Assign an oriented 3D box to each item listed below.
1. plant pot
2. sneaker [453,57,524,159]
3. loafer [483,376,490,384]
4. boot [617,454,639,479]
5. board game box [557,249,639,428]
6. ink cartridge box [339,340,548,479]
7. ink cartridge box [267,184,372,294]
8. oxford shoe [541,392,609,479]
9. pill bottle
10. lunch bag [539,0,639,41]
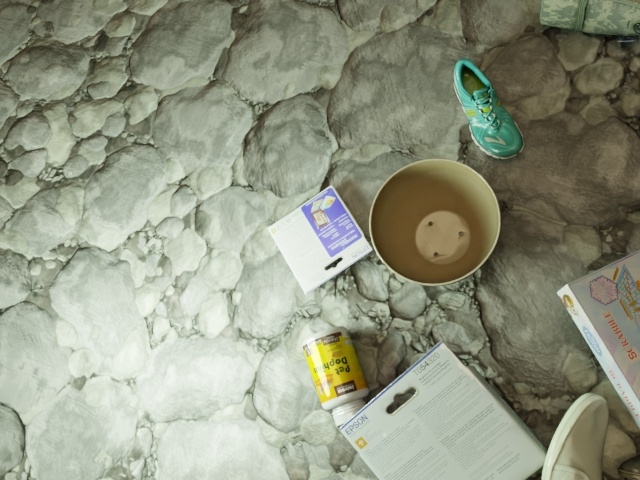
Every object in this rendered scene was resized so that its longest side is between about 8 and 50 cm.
[{"bbox_3d":[0.269,-0.025,1.554,0.284,0.191,0.284,-3,78,15],"label":"plant pot"},{"bbox_3d":[0.391,-0.315,1.621,0.107,0.110,0.275,-30,73,9],"label":"sneaker"},{"bbox_3d":[0.378,0.369,1.507,0.050,0.056,0.148,-38,69,30],"label":"loafer"},{"bbox_3d":[0.700,0.383,1.403,0.189,0.076,0.209,-6,83,2],"label":"boot"},{"bbox_3d":[0.713,0.173,1.396,0.318,0.066,0.319,-23,72,-10],"label":"board game box"},{"bbox_3d":[0.265,0.438,1.480,0.324,0.071,0.330,-43,78,15],"label":"ink cartridge box"},{"bbox_3d":[0.000,0.000,1.706,0.206,0.045,0.208,-33,70,8],"label":"ink cartridge box"},{"bbox_3d":[0.519,0.534,1.362,0.130,0.169,0.449,10,80,54],"label":"oxford shoe"},{"bbox_3d":[0.041,0.319,1.590,0.117,0.117,0.215,-23,73,11],"label":"pill bottle"},{"bbox_3d":[0.663,-0.631,1.551,0.256,0.212,0.305,14,84,19],"label":"lunch bag"}]
